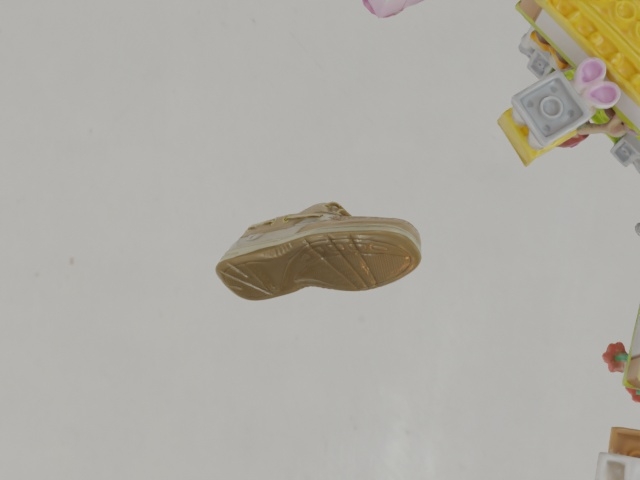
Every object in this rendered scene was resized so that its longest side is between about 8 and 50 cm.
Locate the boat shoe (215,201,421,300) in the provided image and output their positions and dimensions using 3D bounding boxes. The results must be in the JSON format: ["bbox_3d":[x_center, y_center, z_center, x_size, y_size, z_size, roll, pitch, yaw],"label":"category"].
[{"bbox_3d":[0.000,0.000,0.816,0.170,0.059,0.063,-8,133,34],"label":"boat shoe"}]

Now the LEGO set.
[{"bbox_3d":[0.120,-0.013,0.482,0.132,0.107,0.287,-19,79,-7],"label":"LEGO set"}]
